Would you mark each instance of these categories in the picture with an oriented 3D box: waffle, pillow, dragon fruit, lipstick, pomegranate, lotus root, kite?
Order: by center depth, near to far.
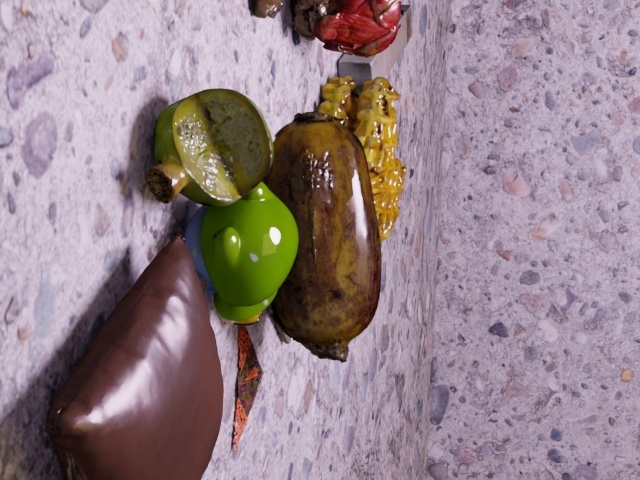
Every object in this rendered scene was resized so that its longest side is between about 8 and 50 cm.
[{"bbox_3d":[-0.192,0.202,1.005,0.305,0.109,0.307,-65,157,-50],"label":"pillow"},{"bbox_3d":[-0.146,-0.104,1.069,0.169,0.122,0.143,-41,110,-19],"label":"pomegranate"},{"bbox_3d":[0.000,0.000,1.355,0.196,0.179,0.397,-154,-120,-72],"label":"lotus root"},{"bbox_3d":[-0.113,0.227,1.425,0.125,0.008,0.222,-2,96,-73],"label":"kite"},{"bbox_3d":[0.019,-0.400,1.451,0.148,0.224,0.218,-25,101,-27],"label":"dragon fruit"},{"bbox_3d":[0.083,-0.154,1.727,0.324,0.151,0.261,74,24,-45],"label":"waffle"},{"bbox_3d":[0.126,-0.420,1.899,0.371,0.076,0.079,-60,152,-54],"label":"lipstick"}]

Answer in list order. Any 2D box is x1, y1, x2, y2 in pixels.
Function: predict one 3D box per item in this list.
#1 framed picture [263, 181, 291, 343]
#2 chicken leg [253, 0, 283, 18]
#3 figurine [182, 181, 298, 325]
[{"bbox_3d":[-0.064,0.016,1.510,0.289,0.016,0.213,71,29,-51],"label":"framed picture"},{"bbox_3d":[-0.077,-0.415,1.266,0.125,0.081,0.196,-78,166,-65],"label":"chicken leg"},{"bbox_3d":[-0.103,0.027,1.207,0.162,0.143,0.263,-57,163,-28],"label":"figurine"}]
